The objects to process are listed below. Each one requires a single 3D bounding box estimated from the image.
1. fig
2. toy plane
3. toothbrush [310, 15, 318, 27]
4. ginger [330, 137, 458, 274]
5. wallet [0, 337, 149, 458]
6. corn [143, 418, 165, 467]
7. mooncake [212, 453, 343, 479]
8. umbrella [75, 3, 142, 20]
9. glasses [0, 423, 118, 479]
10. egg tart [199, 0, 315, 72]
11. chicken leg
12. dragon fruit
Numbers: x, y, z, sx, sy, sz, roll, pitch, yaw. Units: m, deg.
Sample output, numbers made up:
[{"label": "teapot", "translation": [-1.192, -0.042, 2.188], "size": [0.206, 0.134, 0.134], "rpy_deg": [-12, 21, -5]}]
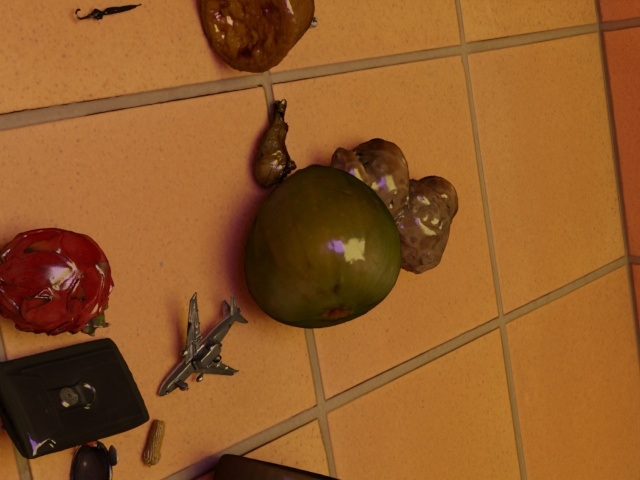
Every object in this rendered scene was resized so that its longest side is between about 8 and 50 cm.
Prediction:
[{"label": "fig", "translation": [0.000, 0.000, 1.971], "size": [0.316, 0.316, 0.316], "rpy_deg": [1, 88, -46]}, {"label": "toy plane", "translation": [-0.209, 0.194, 1.892], "size": [0.226, 0.058, 0.226], "rpy_deg": [-56, 142, -32]}, {"label": "toothbrush", "translation": [-0.096, -0.511, 2.045], "size": [0.304, 0.030, 0.030], "rpy_deg": [41, 61, -38]}, {"label": "ginger", "translation": [0.148, -0.088, 2.200], "size": [0.375, 0.176, 0.256], "rpy_deg": [35, 47, -38]}, {"label": "wallet", "translation": [-0.388, 0.239, 1.663], "size": [0.245, 0.052, 0.168], "rpy_deg": [-10, 62, -49]}, {"label": "corn", "translation": [-0.285, 0.350, 1.830], "size": [0.027, 0.028, 0.083], "rpy_deg": [41, 59, -62]}, {"label": "mooncake", "translation": [-0.061, 0.480, 1.883], "size": [0.284, 0.284, 0.155], "rpy_deg": [25, 77, -43]}, {"label": "umbrella", "translation": [-0.353, -0.382, 1.783], "size": [0.149, 0.022, 0.022], "rpy_deg": [-20, 99, -49]}, {"label": "glasses", "translation": [-0.448, 0.395, 1.597], "size": [0.268, 0.118, 0.234], "rpy_deg": [26, 72, -43]}, {"label": "egg tart", "translation": [-0.100, -0.418, 1.929], "size": [0.147, 0.203, 0.202], "rpy_deg": [-38, 116, -50]}, {"label": "chicken leg", "translation": [-0.082, -0.184, 2.035], "size": [0.093, 0.070, 0.178], "rpy_deg": [26, 61, -49]}, {"label": "dragon fruit", "translation": [-0.405, 0.063, 1.610], "size": [0.209, 0.172, 0.172], "rpy_deg": [24, 72, -45]}]
